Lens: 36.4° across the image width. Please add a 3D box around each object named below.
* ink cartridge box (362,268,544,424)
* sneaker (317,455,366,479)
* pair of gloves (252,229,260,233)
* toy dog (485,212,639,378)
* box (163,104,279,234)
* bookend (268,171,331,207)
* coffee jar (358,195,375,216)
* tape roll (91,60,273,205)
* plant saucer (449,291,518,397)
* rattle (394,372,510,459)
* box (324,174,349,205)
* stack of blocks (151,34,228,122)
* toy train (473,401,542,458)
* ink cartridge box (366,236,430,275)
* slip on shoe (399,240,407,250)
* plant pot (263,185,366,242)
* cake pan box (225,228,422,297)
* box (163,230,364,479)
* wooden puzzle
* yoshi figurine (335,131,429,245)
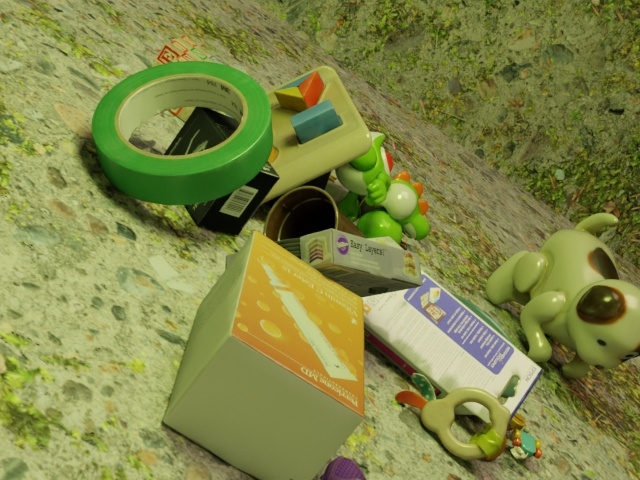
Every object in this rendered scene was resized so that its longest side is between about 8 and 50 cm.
[{"bbox_3d":[0.233,0.198,1.865,0.371,0.069,0.176,39,59,7],"label":"ink cartridge box"},{"bbox_3d":[0.067,0.367,1.292,0.095,0.104,0.236,26,22,-26],"label":"sneaker"},{"bbox_3d":[-0.098,0.011,1.928,0.083,0.010,0.074,24,24,-31],"label":"pair of gloves"},{"bbox_3d":[0.660,0.158,2.361,0.284,0.395,0.408,39,9,-23],"label":"toy dog"},{"bbox_3d":[-0.198,-0.137,1.874,0.108,0.153,0.207,17,29,-45],"label":"box"},{"bbox_3d":[-0.068,-0.126,2.120,0.072,0.157,0.156,16,5,-45],"label":"bookend"},{"bbox_3d":[0.145,-0.100,2.478,0.096,0.079,0.184,35,19,-15],"label":"coffee jar"},{"bbox_3d":[-0.247,-0.200,1.760,0.321,0.077,0.321,-1,47,1],"label":"tape roll"},{"bbox_3d":[0.341,0.216,2.159,0.317,0.044,0.317,32,23,-16],"label":"plant saucer"},{"bbox_3d":[0.239,0.316,1.752,0.199,0.130,0.143,15,3,17],"label":"rattle"},{"bbox_3d":[-0.055,-0.149,2.269,0.324,0.067,0.063,20,25,-37],"label":"box"},{"bbox_3d":[-0.315,-0.384,2.311,0.171,0.087,0.297,35,20,-6],"label":"stack of blocks"},{"bbox_3d":[0.349,0.364,1.869,0.125,0.046,0.166,5,38,-40],"label":"toy train"},{"bbox_3d":[0.083,0.029,2.069,0.255,0.097,0.189,45,22,18],"label":"ink cartridge box"},{"bbox_3d":[0.143,-0.004,2.327,0.135,0.051,0.041,24,-17,-13],"label":"slip on shoe"},{"bbox_3d":[0.000,0.000,1.905,0.167,0.167,0.165,52,11,34],"label":"plant pot"},{"bbox_3d":[0.003,0.053,1.688,0.267,0.245,0.070,14,66,-48],"label":"cake pan box"},{"bbox_3d":[-0.068,0.165,1.409,0.215,0.168,0.345,33,21,-12],"label":"box"},{"bbox_3d":[-0.083,-0.241,2.075,0.348,0.322,0.080,-112,176,-51],"label":"wooden puzzle"},{"bbox_3d":[0.095,-0.102,2.201,0.362,0.203,0.203,47,27,-19],"label":"yoshi figurine"}]
